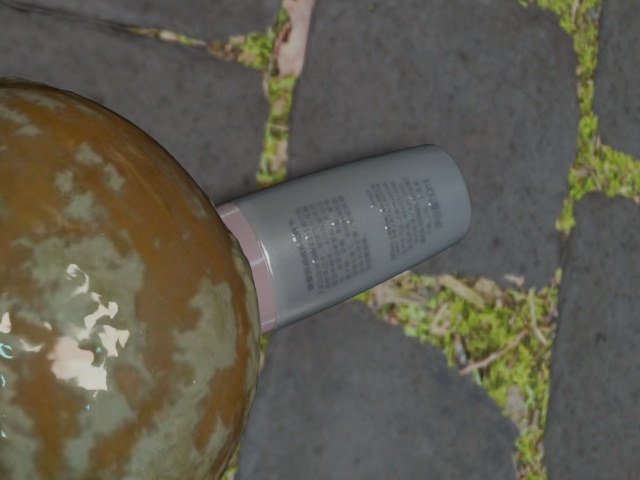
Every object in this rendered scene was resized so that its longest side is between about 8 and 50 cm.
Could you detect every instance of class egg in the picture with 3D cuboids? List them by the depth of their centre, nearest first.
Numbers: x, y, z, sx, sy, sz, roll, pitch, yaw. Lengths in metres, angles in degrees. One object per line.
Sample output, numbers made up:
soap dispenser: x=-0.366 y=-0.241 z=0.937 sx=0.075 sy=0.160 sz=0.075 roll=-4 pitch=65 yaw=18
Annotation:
egg: x=-0.132 y=0.037 z=0.616 sx=0.203 sy=0.203 sz=0.245 roll=-24 pitch=95 yaw=-27

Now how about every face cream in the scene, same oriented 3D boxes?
face cream: x=0.000 y=0.000 z=0.772 sx=0.198 sy=0.057 sz=0.084 roll=-20 pitch=99 yaw=-26
